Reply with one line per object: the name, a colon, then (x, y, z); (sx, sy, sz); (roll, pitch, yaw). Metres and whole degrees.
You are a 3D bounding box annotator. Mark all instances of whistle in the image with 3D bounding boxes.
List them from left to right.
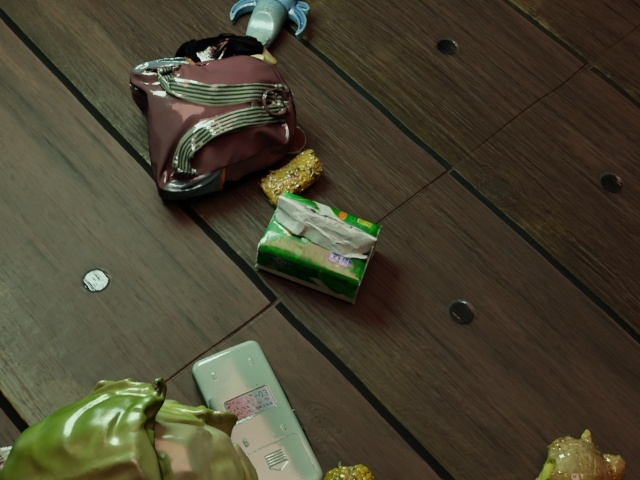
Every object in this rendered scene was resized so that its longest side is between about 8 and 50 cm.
whistle: (-0.107, -0.538, 2.114); (0.180, 0.093, 0.269); (17, 64, 10)

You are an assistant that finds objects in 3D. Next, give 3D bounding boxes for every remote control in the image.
remote control: (-0.108, 0.321, 1.592); (0.140, 0.056, 0.296); (-22, 65, -18)

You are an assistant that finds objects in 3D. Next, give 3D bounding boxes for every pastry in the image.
pastry: (-0.056, -0.127, 1.879); (0.140, 0.056, 0.080); (-33, 62, -15)

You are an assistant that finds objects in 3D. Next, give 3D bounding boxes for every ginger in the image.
ginger: (0.448, 0.421, 1.581); (0.157, 0.102, 0.216); (23, 57, -2)

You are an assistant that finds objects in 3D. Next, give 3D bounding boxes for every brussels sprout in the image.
brussels sprout: (-0.285, 0.426, 1.348); (0.361, 0.342, 0.425); (-27, 98, 17)

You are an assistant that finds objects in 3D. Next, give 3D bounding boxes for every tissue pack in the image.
tissue pack: (-0.001, 0.001, 1.749); (0.208, 0.156, 0.148); (21, 60, 4)

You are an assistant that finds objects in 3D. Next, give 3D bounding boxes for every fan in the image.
fan: (-0.056, -0.202, 1.954); (0.085, 0.005, 0.133); (-33, 67, -25)

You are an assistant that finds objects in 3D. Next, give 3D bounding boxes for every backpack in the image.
backpack: (-0.201, -0.242, 1.836); (0.317, 0.197, 0.284); (-13, 87, -13)

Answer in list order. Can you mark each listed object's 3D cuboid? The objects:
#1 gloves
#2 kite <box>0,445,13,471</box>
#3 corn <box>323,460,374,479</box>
gloves: (-0.194, -0.385, 1.974); (0.203, 0.164, 0.124); (-14, 104, -24)
kite: (-0.551, 0.434, 1.486); (0.322, 0.013, 0.268); (24, 57, 10)
corn: (0.049, 0.497, 1.478); (0.101, 0.101, 0.311); (3, 56, -6)
